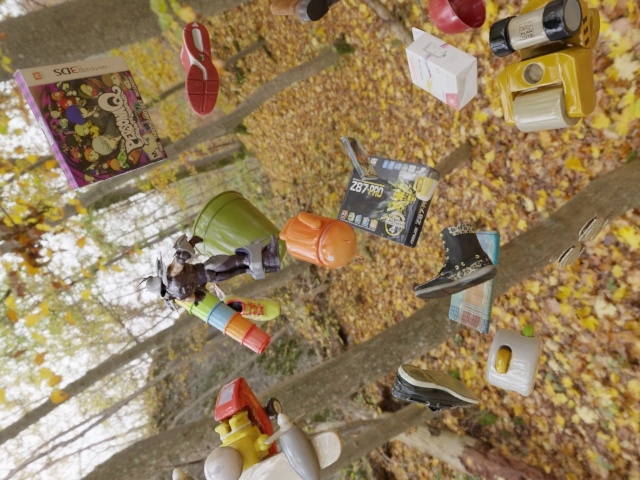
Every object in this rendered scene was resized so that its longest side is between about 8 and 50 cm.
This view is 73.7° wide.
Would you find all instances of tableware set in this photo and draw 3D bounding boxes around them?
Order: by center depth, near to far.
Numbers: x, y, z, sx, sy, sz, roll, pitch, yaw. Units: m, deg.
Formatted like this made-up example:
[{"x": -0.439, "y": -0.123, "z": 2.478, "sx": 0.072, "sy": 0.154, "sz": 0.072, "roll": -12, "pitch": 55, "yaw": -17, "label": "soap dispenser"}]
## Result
[{"x": 0.805, "y": 0.001, "z": 1.338, "sx": 0.128, "sy": 0.194, "sz": 0.039, "roll": -1, "pitch": -143, "yaw": -41, "label": "tableware set"}]

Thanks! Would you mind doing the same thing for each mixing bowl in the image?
[{"x": 0.379, "y": -0.668, "z": 1.230, "sx": 0.098, "sy": 0.181, "sz": 0.181, "roll": -18, "pitch": 101, "yaw": 55, "label": "mixing bowl"}]

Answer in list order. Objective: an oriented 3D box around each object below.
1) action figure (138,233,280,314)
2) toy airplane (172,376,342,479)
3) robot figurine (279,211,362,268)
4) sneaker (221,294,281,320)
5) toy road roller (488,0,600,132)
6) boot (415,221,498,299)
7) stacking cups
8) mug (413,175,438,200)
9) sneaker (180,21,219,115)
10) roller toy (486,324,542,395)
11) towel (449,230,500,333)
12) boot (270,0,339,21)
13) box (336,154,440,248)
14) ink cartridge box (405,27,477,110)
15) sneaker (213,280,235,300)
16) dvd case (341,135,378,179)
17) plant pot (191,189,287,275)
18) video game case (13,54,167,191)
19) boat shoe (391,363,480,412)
[{"x": -0.227, "y": 0.061, "z": 0.889, "sx": 0.185, "sy": 0.285, "sz": 0.099, "roll": 101, "pitch": 152, "yaw": -54, "label": "action figure"}, {"x": -0.173, "y": 0.569, "z": 1.025, "sx": 0.384, "sy": 0.386, "sz": 0.272, "roll": 15, "pitch": 164, "yaw": 32, "label": "toy airplane"}, {"x": -0.001, "y": -0.001, "z": 1.098, "sx": 0.219, "sy": 0.128, "sz": 0.158, "roll": 15, "pitch": 114, "yaw": 34, "label": "robot figurine"}, {"x": -0.239, "y": 0.235, "z": 1.455, "sx": 0.094, "sy": 0.209, "sz": 0.081, "roll": 169, "pitch": 107, "yaw": -86, "label": "sneaker"}, {"x": 0.613, "y": -0.470, "z": 1.115, "sx": 0.202, "sy": 0.241, "sz": 0.329, "roll": 10, "pitch": 122, "yaw": 57, "label": "toy road roller"}, {"x": 0.373, "y": 0.062, "z": 1.254, "sx": 0.085, "sy": 0.236, "sz": 0.178, "roll": 42, "pitch": -149, "yaw": -57, "label": "boot"}, {"x": -0.298, "y": 0.240, "z": 1.296, "sx": 0.316, "sy": 0.096, "sz": 0.096, "roll": 33, "pitch": 173, "yaw": 10, "label": "stacking cups"}, {"x": 0.318, "y": -0.161, "z": 1.323, "sx": 0.078, "sy": 0.064, "sz": 0.062, "roll": 20, "pitch": -179, "yaw": -6, "label": "mug"}, {"x": -0.317, "y": -0.433, "z": 1.117, "sx": 0.128, "sy": 0.087, "sz": 0.221, "roll": -162, "pitch": 72, "yaw": -68, "label": "sneaker"}, {"x": 0.606, "y": 0.381, "z": 1.353, "sx": 0.146, "sy": 0.209, "sz": 0.191, "roll": 11, "pitch": 128, "yaw": 32, "label": "roller toy"}, {"x": 0.580, "y": 0.143, "z": 1.627, "sx": 0.271, "sy": 0.040, "sz": 0.370, "roll": -172, "pitch": 90, "yaw": -81, "label": "towel"}, {"x": -0.005, "y": -0.803, "z": 1.377, "sx": 0.096, "sy": 0.264, "sz": 0.280, "roll": 43, "pitch": -178, "yaw": -40, "label": "boot"}, {"x": 0.268, "y": -0.174, "z": 1.768, "sx": 0.097, "sy": 0.318, "sz": 0.395, "roll": 16, "pitch": -174, "yaw": -43, "label": "box"}, {"x": 0.272, "y": -0.407, "z": 1.010, "sx": 0.198, "sy": 0.067, "sz": 0.115, "roll": 48, "pitch": 178, "yaw": 32, "label": "ink cartridge box"}, {"x": -0.393, "y": 0.203, "z": 1.683, "sx": 0.061, "sy": 0.065, "sz": 0.158, "roll": -6, "pitch": -128, "yaw": -47, "label": "sneaker"}, {"x": 0.101, "y": -0.208, "z": 1.087, "sx": 0.087, "sy": 0.013, "sz": 0.119, "roll": -13, "pitch": -103, "yaw": -58, "label": "dvd case"}, {"x": -0.361, "y": -0.007, "z": 2.076, "sx": 0.353, "sy": 0.366, "sz": 0.366, "roll": 29, "pitch": 164, "yaw": 24, "label": "plant pot"}, {"x": -0.454, "y": -0.245, "z": 0.876, "sx": 0.042, "sy": 0.210, "sz": 0.232, "roll": -4, "pitch": 112, "yaw": 43, "label": "video game case"}, {"x": 0.370, "y": 0.501, "z": 1.389, "sx": 0.340, "sy": 0.113, "sz": 0.127, "roll": 22, "pitch": -167, "yaw": -30, "label": "boat shoe"}]
